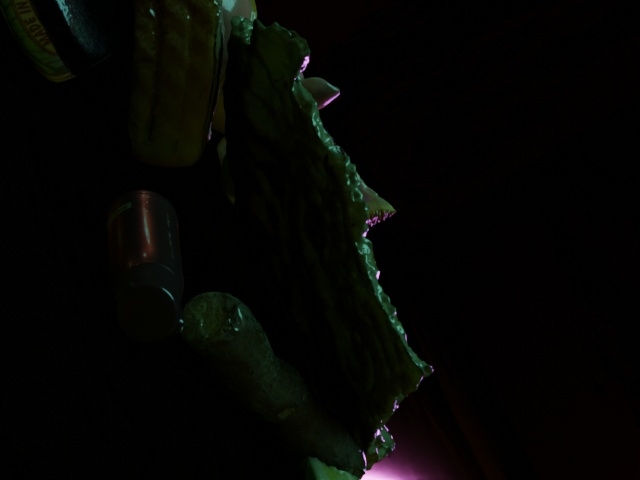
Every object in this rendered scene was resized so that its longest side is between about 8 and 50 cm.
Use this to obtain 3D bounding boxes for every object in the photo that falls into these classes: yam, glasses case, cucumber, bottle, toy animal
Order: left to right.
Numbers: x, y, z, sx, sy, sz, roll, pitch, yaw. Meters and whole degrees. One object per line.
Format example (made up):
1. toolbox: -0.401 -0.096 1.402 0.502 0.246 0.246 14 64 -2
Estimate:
1. glasses case: -0.220 -0.209 1.469 0.122 0.082 0.321 63 5 -11
2. bottle: -0.126 0.020 1.247 0.060 0.060 0.164 55 8 -24
3. toy animal: -0.115 -0.226 2.047 0.248 0.165 0.149 50 14 -16
4. yam: -0.035 0.128 1.420 0.253 0.061 0.061 53 9 -46
5. cucumber: 0.016 0.234 1.423 0.067 0.035 0.107 29 26 -40

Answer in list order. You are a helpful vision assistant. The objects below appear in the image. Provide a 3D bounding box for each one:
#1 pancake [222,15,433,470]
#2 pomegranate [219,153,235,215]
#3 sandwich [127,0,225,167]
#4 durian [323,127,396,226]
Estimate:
1. pancake: -0.002 0.002 1.539 0.427 0.066 0.305 71 -23 9
2. pomegranate: -0.065 -0.066 1.942 0.114 0.114 0.142 58 -21 -6
3. sandwich: -0.131 -0.185 1.587 0.251 0.087 0.226 -103 -162 -82
4. durian: -0.013 -0.073 2.208 0.182 0.132 0.165 44 0 -22
